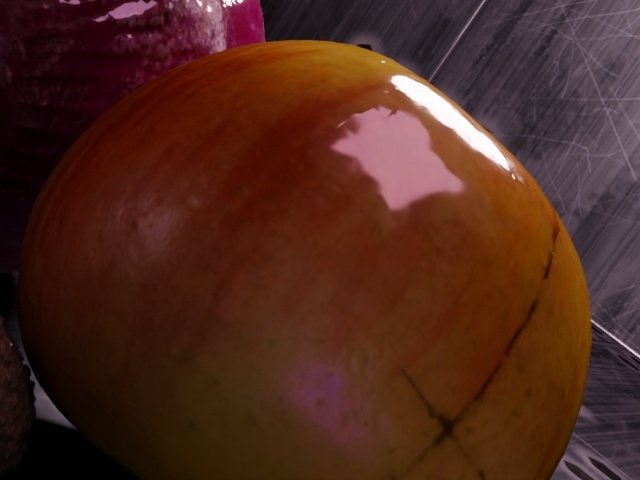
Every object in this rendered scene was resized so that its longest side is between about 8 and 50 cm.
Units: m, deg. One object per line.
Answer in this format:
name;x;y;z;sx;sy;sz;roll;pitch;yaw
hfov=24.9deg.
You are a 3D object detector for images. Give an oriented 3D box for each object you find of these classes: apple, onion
apple;-0.004;0.037;0.719;0.286;0.233;0.286;37;-12;9
onion;-0.168;-0.060;0.825;0.159;0.267;0.349;61;28;4

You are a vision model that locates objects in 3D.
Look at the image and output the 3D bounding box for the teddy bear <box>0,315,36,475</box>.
teddy bear;-0.206;0.014;0.570;0.182;0.129;0.251;36;9;19
